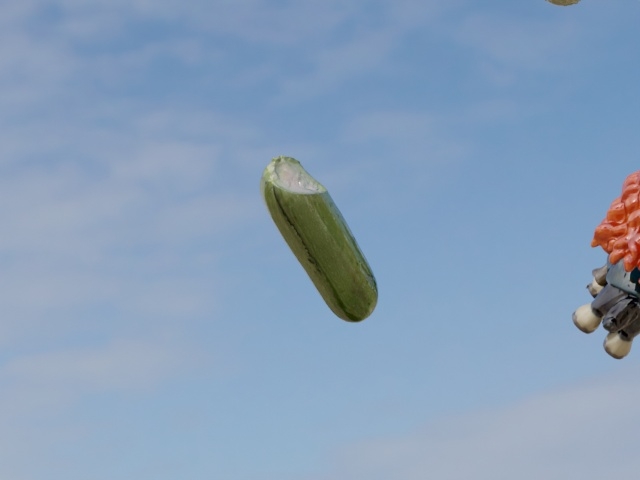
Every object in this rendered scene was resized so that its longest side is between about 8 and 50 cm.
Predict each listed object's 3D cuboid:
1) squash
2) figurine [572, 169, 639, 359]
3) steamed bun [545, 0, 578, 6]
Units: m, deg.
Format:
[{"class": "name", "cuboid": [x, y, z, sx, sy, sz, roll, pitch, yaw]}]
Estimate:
[{"class": "squash", "cuboid": [0.000, 0.000, 1.986, 0.069, 0.069, 0.239, -14, -50, 22]}, {"class": "figurine", "cuboid": [0.512, 0.000, 2.612, 0.306, 0.241, 0.412, -32, -17, -21]}, {"class": "steamed bun", "cuboid": [0.291, -0.341, 2.116, 0.091, 0.112, 0.130, -18, -31, -28]}]
